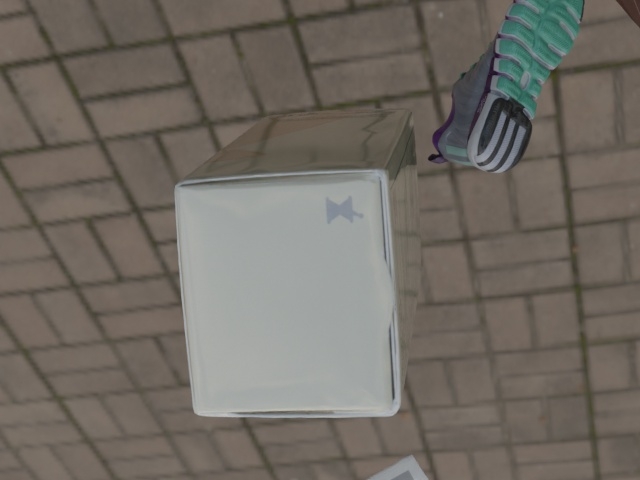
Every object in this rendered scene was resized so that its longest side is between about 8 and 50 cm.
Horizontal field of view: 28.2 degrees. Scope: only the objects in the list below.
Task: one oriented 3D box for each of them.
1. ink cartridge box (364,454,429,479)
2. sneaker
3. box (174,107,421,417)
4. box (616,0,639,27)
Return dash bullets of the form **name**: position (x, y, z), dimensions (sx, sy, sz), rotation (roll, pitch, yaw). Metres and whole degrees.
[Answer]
- **ink cartridge box**: position (0.021, 0.308, 1.340), dimensions (0.181, 0.056, 0.225), rotation (-27, 165, -13)
- **sneaker**: position (0.169, -0.171, 1.207), dimensions (0.083, 0.224, 0.098), rotation (37, 162, -35)
- **box**: position (0.000, 0.000, 0.846), dimensions (0.121, 0.311, 0.148), rotation (-2, 100, 7)
- **box**: position (0.166, -0.127, 0.307), dimensions (0.203, 0.167, 0.168), rotation (-35, 148, 8)
